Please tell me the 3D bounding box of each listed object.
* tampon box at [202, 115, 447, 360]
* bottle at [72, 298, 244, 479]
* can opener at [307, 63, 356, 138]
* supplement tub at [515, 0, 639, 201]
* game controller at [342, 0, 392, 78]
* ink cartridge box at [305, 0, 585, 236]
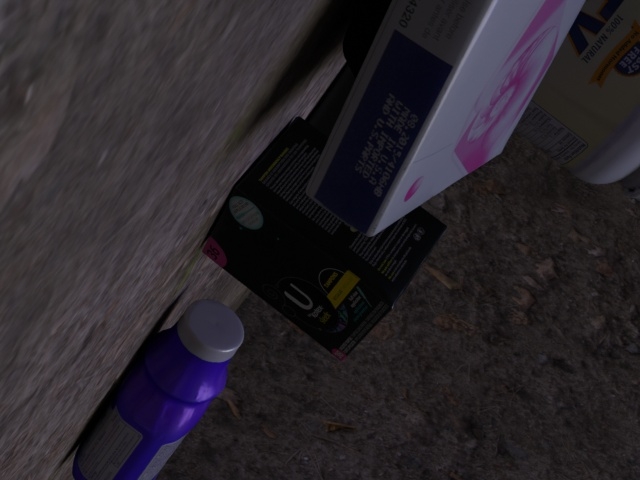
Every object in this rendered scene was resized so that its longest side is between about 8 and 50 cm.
[{"bbox_3d":[0.000,0.000,0.923,0.101,0.161,0.120,-52,178,-35],"label":"tampon box"},{"bbox_3d":[-0.173,0.174,1.154,0.283,0.092,0.118,-53,180,37],"label":"bottle"},{"bbox_3d":[0.008,-0.076,1.052,0.280,0.093,0.074,-58,177,21],"label":"can opener"},{"bbox_3d":[0.259,-0.204,1.046,0.235,0.324,0.235,-53,180,-1],"label":"supplement tub"},{"bbox_3d":[0.124,-0.244,0.763,0.319,0.067,0.166,-53,180,-8],"label":"game controller"},{"bbox_3d":[0.150,-0.187,0.750,0.330,0.071,0.324,-31,152,-53],"label":"ink cartridge box"}]
